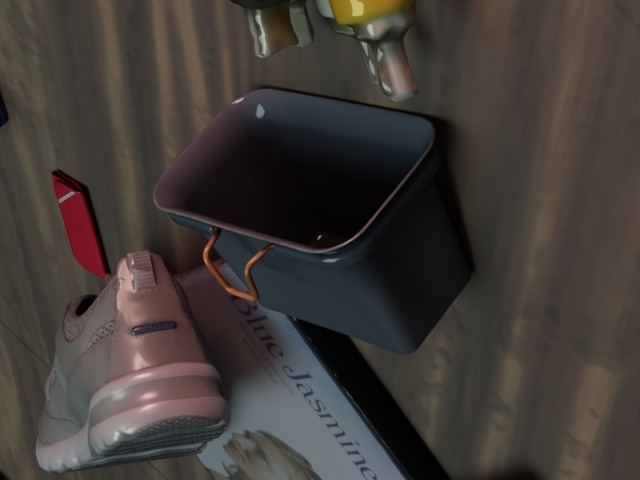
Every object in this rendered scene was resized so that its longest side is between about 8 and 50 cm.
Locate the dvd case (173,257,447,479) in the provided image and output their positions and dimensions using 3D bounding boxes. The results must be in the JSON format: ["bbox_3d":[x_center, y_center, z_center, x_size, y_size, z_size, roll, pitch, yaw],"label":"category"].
[{"bbox_3d":[-0.043,0.097,0.857,0.180,0.022,0.253,55,149,-10],"label":"dvd case"}]

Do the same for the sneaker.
[{"bbox_3d":[-0.118,0.080,0.850,0.281,0.105,0.115,147,116,-64],"label":"sneaker"}]

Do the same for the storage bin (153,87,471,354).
[{"bbox_3d":[0.000,0.000,0.630,0.135,0.098,0.091,15,146,44],"label":"storage bin"}]

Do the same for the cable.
[{"bbox_3d":[-0.027,-0.192,0.503,0.139,0.072,0.287,34,139,56],"label":"cable"}]

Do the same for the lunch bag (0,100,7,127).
[{"bbox_3d":[-0.256,-0.091,0.878,0.098,0.065,0.067,23,141,38],"label":"lunch bag"}]

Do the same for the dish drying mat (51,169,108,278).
[{"bbox_3d":[-0.161,-0.009,0.903,0.032,0.008,0.083,29,144,29],"label":"dish drying mat"}]
